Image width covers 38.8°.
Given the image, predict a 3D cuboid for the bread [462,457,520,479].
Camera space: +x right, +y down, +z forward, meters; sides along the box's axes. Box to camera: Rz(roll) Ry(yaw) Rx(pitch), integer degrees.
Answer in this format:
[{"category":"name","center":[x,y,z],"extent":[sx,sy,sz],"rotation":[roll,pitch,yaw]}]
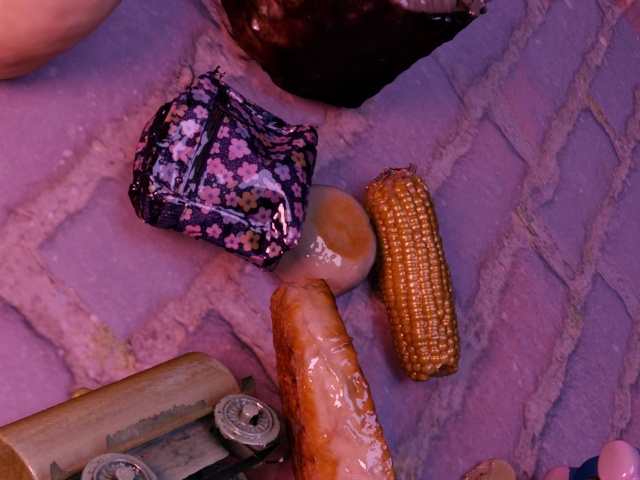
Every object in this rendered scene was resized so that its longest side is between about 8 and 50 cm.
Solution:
[{"category":"bread","center":[0.228,0.420,1.224],"extent":[0.251,0.039,0.181],"rotation":[-36,97,-50]}]

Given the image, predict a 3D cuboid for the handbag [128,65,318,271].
[{"category":"handbag","center":[-0.114,-0.080,1.076],"extent":[0.208,0.127,0.228],"rotation":[24,53,-17]}]

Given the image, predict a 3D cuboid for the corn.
[{"category":"corn","center":[0.128,0.040,1.278],"extent":[0.115,0.115,0.317],"rotation":[7,64,-43]}]

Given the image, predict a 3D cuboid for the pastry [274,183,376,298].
[{"category":"pastry","center":[0.000,0.000,1.182],"extent":[0.156,0.092,0.156],"rotation":[20,52,-27]}]

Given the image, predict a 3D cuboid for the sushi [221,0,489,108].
[{"category":"sushi","center":[0.043,-0.358,1.260],"extent":[0.281,0.294,0.299],"rotation":[-25,88,-48]}]

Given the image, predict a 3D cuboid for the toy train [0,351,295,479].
[{"category":"toy train","center":[-0.166,0.192,0.861],"extent":[0.189,0.126,0.307],"rotation":[47,37,20]}]

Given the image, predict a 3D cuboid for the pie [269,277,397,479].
[{"category":"pie","center":[0.006,0.184,0.955],"extent":[0.092,0.315,0.315],"rotation":[-13,76,-9]}]

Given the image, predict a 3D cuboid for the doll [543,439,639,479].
[{"category":"doll","center":[0.431,0.460,1.243],"extent":[0.240,0.284,0.309],"rotation":[12,56,-6]}]

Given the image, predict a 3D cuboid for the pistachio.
[{"category":"pistachio","center":[-0.305,-0.301,0.957],"extent":[0.230,0.230,0.309],"rotation":[48,40,-16]}]
